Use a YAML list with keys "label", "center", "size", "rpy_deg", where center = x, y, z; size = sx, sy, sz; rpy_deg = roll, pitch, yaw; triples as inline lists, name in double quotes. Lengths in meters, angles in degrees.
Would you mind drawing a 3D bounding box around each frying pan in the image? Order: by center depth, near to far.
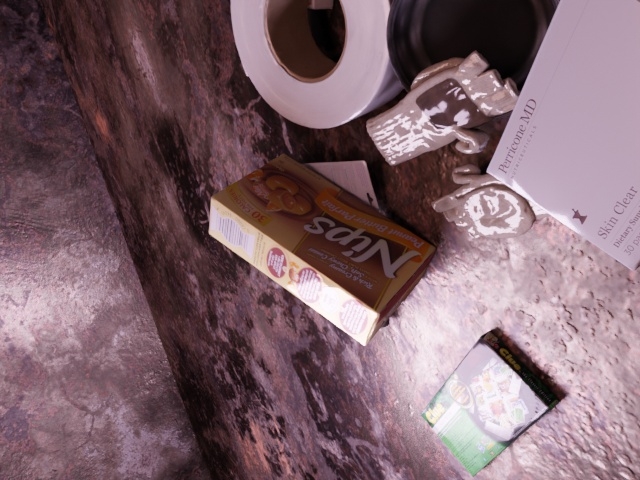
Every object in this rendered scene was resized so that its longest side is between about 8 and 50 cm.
- label: "frying pan"
  center: [0.125, -0.272, 0.580]
  size: [0.326, 0.053, 0.197]
  rpy_deg: [44, 140, -9]

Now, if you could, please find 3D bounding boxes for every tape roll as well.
- label: "tape roll"
  center: [0.004, -0.309, 0.737]
  size: [0.286, 0.100, 0.286]
  rpy_deg: [23, 129, 31]

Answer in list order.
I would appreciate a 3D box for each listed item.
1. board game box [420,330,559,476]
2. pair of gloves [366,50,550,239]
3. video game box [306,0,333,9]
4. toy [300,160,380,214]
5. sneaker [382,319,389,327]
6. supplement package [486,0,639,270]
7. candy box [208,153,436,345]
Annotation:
- label: "board game box"
  center: [0.256, 0.269, 0.835]
  size: [0.136, 0.030, 0.260]
  rpy_deg: [47, 142, 26]
- label: "pair of gloves"
  center: [0.189, -0.106, 0.646]
  size: [0.240, 0.042, 0.204]
  rpy_deg: [47, 146, -9]
- label: "video game box"
  center: [-0.052, -0.482, 0.818]
  size: [0.187, 0.048, 0.205]
  rpy_deg: [30, 132, 40]
- label: "toy"
  center: [0.014, -0.083, 0.938]
  size: [0.237, 0.056, 0.137]
  rpy_deg: [3, 121, 40]
- label: "sneaker"
  center: [0.083, 0.102, 0.969]
  size: [0.170, 0.051, 0.089]
  rpy_deg: [23, 127, 42]
- label: "supplement package"
  center: [0.282, -0.145, 0.389]
  size: [0.145, 0.204, 0.262]
  rpy_deg: [44, 141, 33]
- label: "candy box"
  center: [0.000, 0.000, 0.828]
  size: [0.316, 0.183, 0.088]
  rpy_deg: [34, 137, 17]
